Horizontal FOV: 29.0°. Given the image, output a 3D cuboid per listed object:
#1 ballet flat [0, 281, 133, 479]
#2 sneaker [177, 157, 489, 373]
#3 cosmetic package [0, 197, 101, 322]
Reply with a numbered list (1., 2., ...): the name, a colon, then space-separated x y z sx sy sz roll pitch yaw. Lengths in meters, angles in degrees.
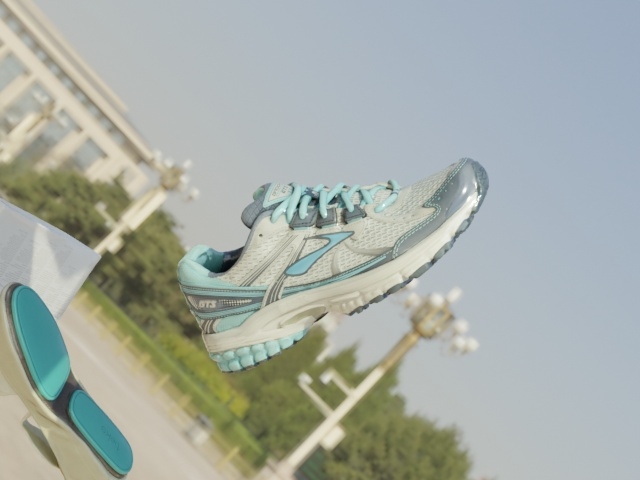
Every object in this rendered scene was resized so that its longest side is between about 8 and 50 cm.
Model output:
1. ballet flat: -0.278 0.157 1.242 0.248 0.086 0.086 64 -16 -22
2. sneaker: 0.000 0.000 0.992 0.122 0.283 0.110 56 21 -6
3. cosmetic package: -0.331 0.018 1.339 0.060 0.099 0.239 30 -5 18
